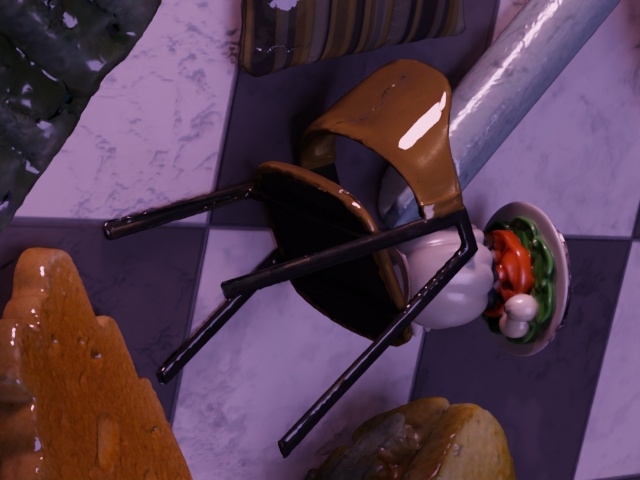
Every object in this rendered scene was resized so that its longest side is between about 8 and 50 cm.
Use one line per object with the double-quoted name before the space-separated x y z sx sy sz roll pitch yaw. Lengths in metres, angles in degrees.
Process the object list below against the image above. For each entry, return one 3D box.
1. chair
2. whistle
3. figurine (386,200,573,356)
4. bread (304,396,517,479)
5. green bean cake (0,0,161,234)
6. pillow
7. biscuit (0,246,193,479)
"chair" 0.000 0.000 1.086 0.247 0.158 0.172 -31 122 -27
"whistle" 0.153 -0.131 1.234 0.312 0.062 0.062 -50 131 -15
"figurine" 0.107 0.034 1.226 0.153 0.132 0.132 -1 107 -29
"bread" 0.047 0.237 1.206 0.124 0.186 0.257 42 72 -25
"green bean cake" -0.222 -0.105 0.797 0.132 0.241 0.255 37 80 -47
"pillow" 0.030 -0.233 1.094 0.212 0.052 0.208 -15 118 -34
"biscuit" -0.155 0.125 1.019 0.041 0.212 0.239 -18 144 16
